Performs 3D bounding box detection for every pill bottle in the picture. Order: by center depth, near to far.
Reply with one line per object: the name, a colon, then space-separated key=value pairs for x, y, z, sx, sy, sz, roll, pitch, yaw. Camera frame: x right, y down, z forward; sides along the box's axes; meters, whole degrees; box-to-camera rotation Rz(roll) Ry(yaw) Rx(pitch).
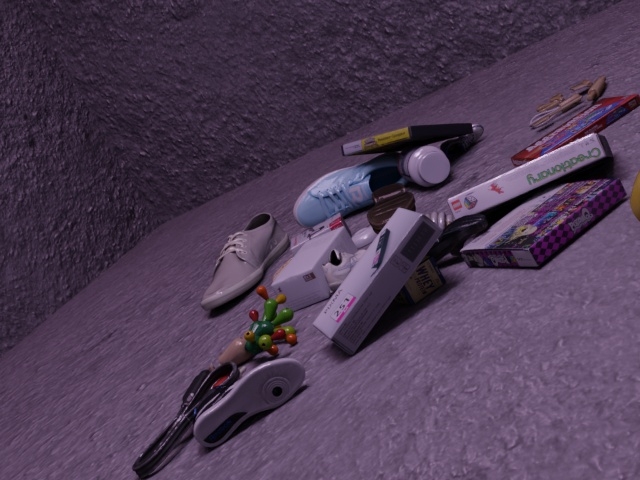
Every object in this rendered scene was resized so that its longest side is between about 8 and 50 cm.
pill bottle: x=0.272 y=-0.195 z=2.406 sx=0.108 sy=0.108 sz=0.180 roll=-31 pitch=13 yaw=-4

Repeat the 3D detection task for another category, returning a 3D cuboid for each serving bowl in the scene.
serving bowl: x=0.105 y=-0.011 z=2.248 sx=0.083 sy=0.027 sz=0.083 roll=-28 pitch=12 yaw=6

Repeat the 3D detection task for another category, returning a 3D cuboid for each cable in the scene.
cable: x=-0.222 y=0.320 z=1.674 sx=0.139 sy=0.072 sz=0.287 roll=-22 pitch=26 yaw=37

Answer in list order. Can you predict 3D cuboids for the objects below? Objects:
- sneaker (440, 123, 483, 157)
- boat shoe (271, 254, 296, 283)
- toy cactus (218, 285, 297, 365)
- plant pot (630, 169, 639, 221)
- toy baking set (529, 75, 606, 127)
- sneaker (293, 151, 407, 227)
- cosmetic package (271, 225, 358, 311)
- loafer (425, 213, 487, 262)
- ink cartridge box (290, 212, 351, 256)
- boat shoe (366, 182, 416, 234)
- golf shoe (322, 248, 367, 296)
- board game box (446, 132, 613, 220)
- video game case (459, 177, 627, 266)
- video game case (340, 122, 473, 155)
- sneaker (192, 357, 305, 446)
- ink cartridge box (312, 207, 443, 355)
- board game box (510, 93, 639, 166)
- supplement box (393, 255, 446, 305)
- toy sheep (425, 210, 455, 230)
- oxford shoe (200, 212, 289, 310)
sneaker: x=0.399 y=-0.271 z=2.577 sx=0.135 sy=0.052 sz=0.058 roll=-35 pitch=21 yaw=13
boat shoe: x=-0.050 y=0.059 z=2.244 sx=0.170 sy=0.063 sz=0.059 roll=-35 pitch=19 yaw=-16
toy cactus: x=-0.135 y=0.191 z=1.874 sx=0.180 sy=0.112 sz=0.219 roll=-39 pitch=20 yaw=6
plant pot: x=0.516 y=-0.067 z=1.366 sx=0.134 sy=0.134 sz=0.095 roll=-40 pitch=-8 yaw=-38
toy baking set: x=0.638 y=-0.352 z=2.391 sx=0.196 sy=0.030 sz=0.256 roll=-25 pitch=13 yaw=33
sneaker: x=0.089 y=-0.143 z=2.551 sx=0.366 sy=0.135 sz=0.150 roll=-30 pitch=8 yaw=2
cosmetic package: x=-0.008 y=0.063 z=2.090 sx=0.117 sy=0.085 sz=0.231 roll=-23 pitch=16 yaw=30
loafer: x=0.254 y=0.000 z=1.760 sx=0.170 sy=0.061 sz=0.062 roll=-26 pitch=10 yaw=43
ink cartridge box: x=0.000 y=0.000 z=2.358 sx=0.150 sy=0.063 sz=0.109 roll=-28 pitch=13 yaw=6
boat shoe: x=0.174 y=-0.047 z=2.076 sx=0.110 sy=0.104 sz=0.307 roll=-18 pitch=13 yaw=12
golf shoe: x=0.060 y=0.046 z=1.998 sx=0.069 sy=0.086 sz=0.176 roll=-24 pitch=12 yaw=31
board game box: x=0.413 y=-0.122 z=1.810 sx=0.305 sy=0.053 sz=0.193 roll=-25 pitch=-5 yaw=22
video game case: x=0.391 y=-0.030 z=1.643 sx=0.232 sy=0.042 sz=0.210 roll=-35 pitch=12 yaw=-22
video game case: x=0.236 y=-0.276 z=2.520 sx=0.248 sy=0.035 sz=0.275 roll=-11 pitch=0 yaw=45
sneaker: x=-0.134 y=0.261 z=1.604 sx=0.217 sy=0.079 sz=0.121 roll=-33 pitch=14 yaw=-8
ink cartridge box: x=0.086 y=0.062 z=1.712 sx=0.275 sy=0.060 sz=0.239 roll=-54 pitch=17 yaw=-4
board game box: x=0.581 y=-0.250 z=2.113 sx=0.281 sy=0.027 sz=0.145 roll=-33 pitch=12 yaw=-12
supplement box: x=0.171 y=0.072 z=1.709 sx=0.083 sy=0.056 sz=0.083 roll=-34 pitch=12 yaw=-15
toy sheep: x=0.237 y=-0.018 z=1.853 sx=0.132 sy=0.091 sz=0.091 roll=-2 pitch=19 yaw=11
oxford shoe: x=-0.220 y=0.052 z=2.510 sx=0.169 sy=0.130 sz=0.449 roll=-21 pitch=17 yaw=29
